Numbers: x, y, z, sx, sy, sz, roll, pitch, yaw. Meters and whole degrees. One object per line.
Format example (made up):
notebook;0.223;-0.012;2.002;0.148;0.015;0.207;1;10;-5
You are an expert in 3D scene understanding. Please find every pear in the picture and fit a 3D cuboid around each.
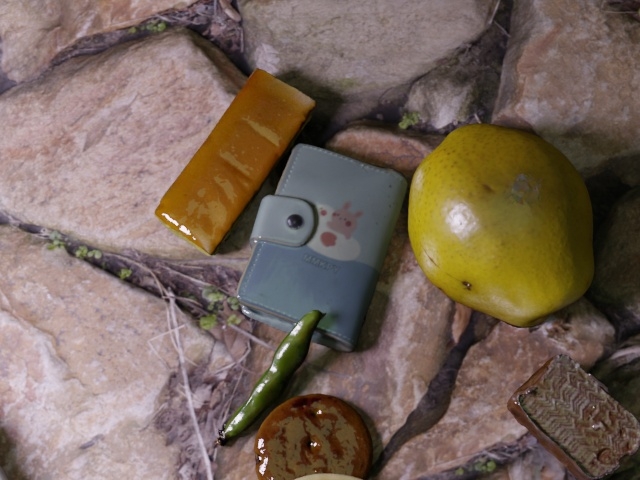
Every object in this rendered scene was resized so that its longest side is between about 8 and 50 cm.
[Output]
pear;0.341;-0.045;1.998;0.340;0.191;0.386;-36;77;-14

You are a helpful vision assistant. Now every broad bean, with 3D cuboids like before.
broad bean;-0.081;0.244;1.932;0.060;0.043;0.297;35;90;-36

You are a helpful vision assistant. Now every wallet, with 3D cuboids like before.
wallet;0.000;0.000;2.019;0.252;0.083;0.360;20;70;-3

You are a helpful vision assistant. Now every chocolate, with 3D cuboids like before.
chocolate;0.447;0.317;1.938;0.148;0.093;0.214;-41;78;-14

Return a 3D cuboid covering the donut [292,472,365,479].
donut;-0.015;0.564;1.780;0.308;0.150;0.370;4;79;1

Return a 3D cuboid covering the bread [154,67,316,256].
bread;-0.159;-0.144;2.054;0.138;0.077;0.361;32;72;5

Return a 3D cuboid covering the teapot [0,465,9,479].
teapot;-0.701;0.362;1.777;0.424;0.252;0.280;29;106;-18

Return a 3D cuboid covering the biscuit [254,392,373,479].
biscuit;-0.011;0.369;1.917;0.212;0.036;0.212;1;73;-4
